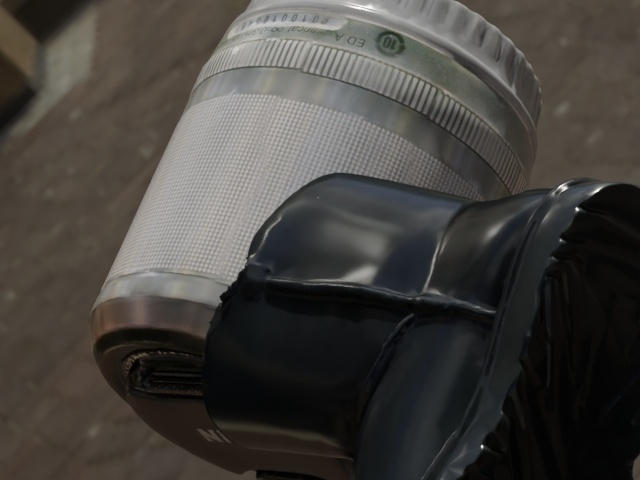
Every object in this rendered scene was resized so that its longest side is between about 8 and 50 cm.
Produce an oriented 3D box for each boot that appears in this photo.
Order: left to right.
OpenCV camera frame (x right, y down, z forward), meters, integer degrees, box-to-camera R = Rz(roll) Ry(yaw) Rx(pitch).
[{"bbox_3d":[0.023,0.085,0.769,0.207,0.094,0.246,-1,64,56],"label":"boot"}]

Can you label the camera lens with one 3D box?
[{"bbox_3d":[0.000,0.000,1.200,0.219,0.219,0.274,-15,47,55],"label":"camera lens"}]
